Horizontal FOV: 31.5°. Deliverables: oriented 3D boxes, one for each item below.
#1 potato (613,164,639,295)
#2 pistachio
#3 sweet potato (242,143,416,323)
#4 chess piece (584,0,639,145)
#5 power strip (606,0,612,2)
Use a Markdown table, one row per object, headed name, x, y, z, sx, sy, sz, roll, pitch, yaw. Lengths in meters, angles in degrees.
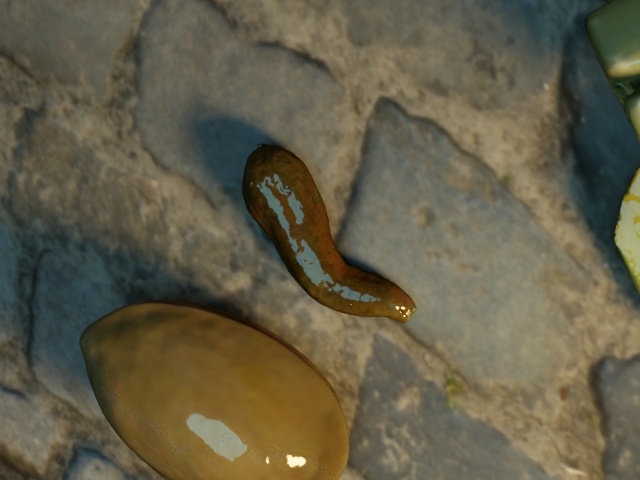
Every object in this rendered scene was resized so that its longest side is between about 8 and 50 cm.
| name | x | y | z | sx | sy | sz | roll | pitch | yaw |
| --- | --- | --- | --- | --- | --- | --- | --- | --- | --- |
| potato | 0.331 | 0.006 | 1.021 | 0.119 | 0.054 | 0.198 | -13 | 99 | 20 |
| pistachio | -0.106 | 0.166 | 1.149 | 0.293 | 0.162 | 0.181 | 30 | 92 | 15 |
| sweet potato | -0.003 | 0.005 | 1.135 | 0.081 | 0.062 | 0.233 | -39 | 90 | 20 |
| chess piece | 0.433 | -0.189 | 0.840 | 0.442 | 0.234 | 0.234 | -29 | 90 | 18 |
| power strip | 0.322 | -0.275 | 0.967 | 0.167 | 0.054 | 0.253 | 38 | 109 | 10 |
